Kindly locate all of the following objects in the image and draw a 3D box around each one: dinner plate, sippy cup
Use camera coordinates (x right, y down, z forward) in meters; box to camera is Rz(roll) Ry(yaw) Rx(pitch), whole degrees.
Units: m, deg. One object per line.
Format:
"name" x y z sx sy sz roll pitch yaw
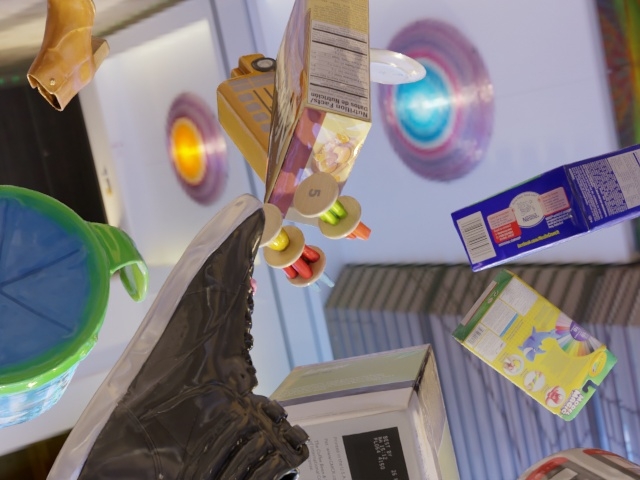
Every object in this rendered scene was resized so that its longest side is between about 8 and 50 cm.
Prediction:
"dinner plate" 0.099 -0.276 1.583 0.141 0.017 0.141 10 171 2
"sippy cup" -0.354 0.094 1.077 0.306 0.240 0.224 11 148 -9

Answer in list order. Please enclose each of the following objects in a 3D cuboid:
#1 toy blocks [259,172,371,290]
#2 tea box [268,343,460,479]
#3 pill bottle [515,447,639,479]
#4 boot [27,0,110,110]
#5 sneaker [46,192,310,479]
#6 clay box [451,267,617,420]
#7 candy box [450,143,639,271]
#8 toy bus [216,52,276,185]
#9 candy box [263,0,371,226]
"toy blocks" 0.000 0.000 1.081 0.123 0.054 0.148 -28 142 15
"tea box" 0.066 0.344 1.306 0.220 0.328 0.323 -11 -176 13
"pill bottle" 0.325 0.338 0.897 0.210 0.210 0.363 -14 -170 -17
"boot" -0.593 -0.450 2.208 0.104 0.295 0.211 17 -121 28
"sneaker" -0.066 0.099 0.705 0.295 0.147 0.104 -64 -178 -39
"clay box" 0.318 0.157 1.446 0.127 0.222 0.053 -52 -163 0
"candy box" 0.431 -0.065 1.666 0.317 0.122 0.268 -15 174 -38
"toy bus" -0.088 -0.207 1.753 0.130 0.108 0.332 -18 -135 -20
"candy box" -0.004 -0.194 1.242 0.088 0.183 0.316 12 -134 -12
